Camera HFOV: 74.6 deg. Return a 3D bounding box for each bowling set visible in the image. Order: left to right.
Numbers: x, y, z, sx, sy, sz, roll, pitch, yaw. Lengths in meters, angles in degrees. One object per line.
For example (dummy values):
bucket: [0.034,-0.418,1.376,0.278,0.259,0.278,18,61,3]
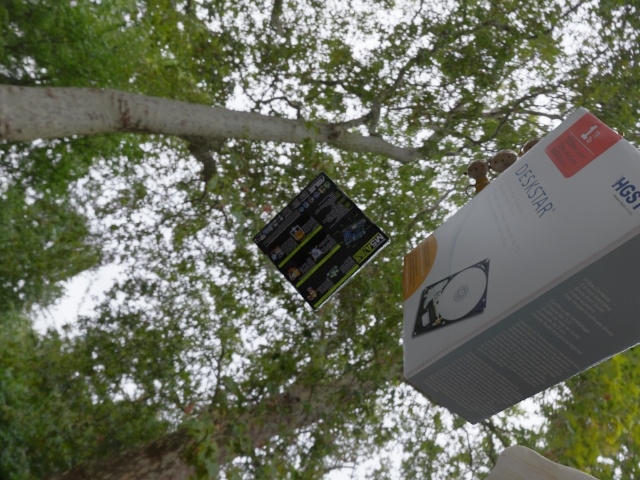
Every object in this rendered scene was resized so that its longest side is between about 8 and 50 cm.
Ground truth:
bowling set: [0.391,-0.131,0.738,0.286,0.199,0.154,-18,-105,25]

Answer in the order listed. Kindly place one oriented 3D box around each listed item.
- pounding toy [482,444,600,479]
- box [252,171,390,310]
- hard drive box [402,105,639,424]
pounding toy: [0.286,0.352,0.444,0.269,0.154,0.155,15,-34,28]
box: [0.000,0.000,0.783,0.190,0.045,0.184,-44,-101,1]
hard drive box: [0.184,0.021,0.373,0.089,0.181,0.232,37,-59,-13]
